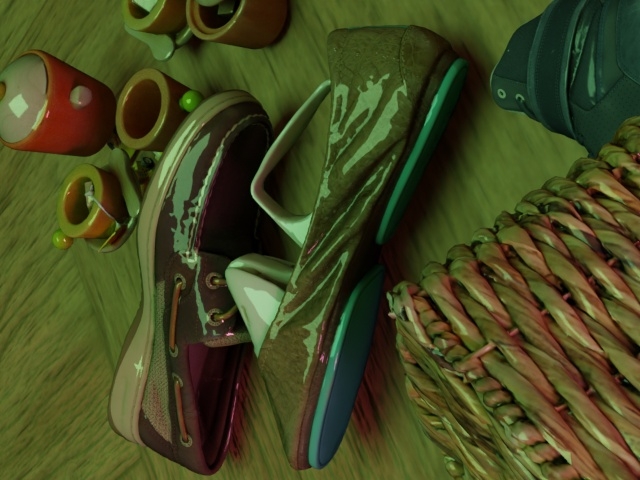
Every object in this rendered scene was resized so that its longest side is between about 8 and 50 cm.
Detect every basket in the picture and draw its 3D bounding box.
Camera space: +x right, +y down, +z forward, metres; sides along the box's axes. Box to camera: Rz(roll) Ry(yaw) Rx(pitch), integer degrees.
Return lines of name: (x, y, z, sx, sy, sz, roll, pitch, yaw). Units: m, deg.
basket: (0.209, 0.105, 0.555, 0.299, 0.223, 0.213, 48, 166, 33)

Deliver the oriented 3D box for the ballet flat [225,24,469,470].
ballet flat: (0.000, 0.000, 0.863, 0.124, 0.116, 0.342, 22, 109, 14)

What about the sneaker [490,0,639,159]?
sneaker: (0.181, -0.046, 0.705, 0.163, 0.086, 0.226, 16, 111, 55)

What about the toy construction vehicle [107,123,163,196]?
toy construction vehicle: (-0.180, -0.095, 1.133, 0.086, 0.035, 0.098, -50, 56, 36)

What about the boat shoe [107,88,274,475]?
boat shoe: (-0.084, 0.046, 0.983, 0.123, 0.123, 0.342, 29, 113, 28)

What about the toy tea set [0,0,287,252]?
toy tea set: (-0.182, -0.153, 1.031, 0.336, 0.124, 0.200, -48, 52, 24)
